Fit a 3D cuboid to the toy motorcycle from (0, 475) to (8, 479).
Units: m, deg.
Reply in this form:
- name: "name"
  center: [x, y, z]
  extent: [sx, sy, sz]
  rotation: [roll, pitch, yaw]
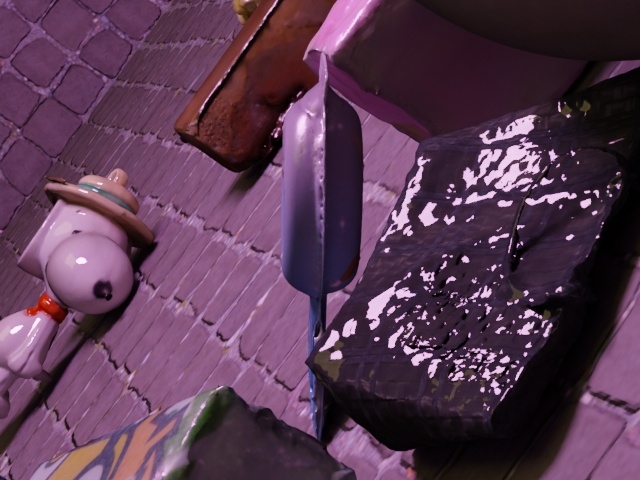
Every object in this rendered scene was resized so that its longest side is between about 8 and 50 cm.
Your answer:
- name: "toy motorcycle"
  center: [-0.367, 0.315, 1.881]
  extent: [0.213, 0.082, 0.122]
  rotation: [-53, 13, 7]

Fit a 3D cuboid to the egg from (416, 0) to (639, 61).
- name: "egg"
  center: [0.157, -0.234, 1.096]
  extent: [0.336, 0.278, 0.278]
  rotation: [30, 82, 40]

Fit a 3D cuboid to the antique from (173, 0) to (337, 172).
- name: "antique"
  center: [-0.023, -0.207, 2.003]
  extent: [0.310, 0.093, 0.087]
  rotation: [-55, 14, -6]

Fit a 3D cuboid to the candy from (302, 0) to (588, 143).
- name: "candy"
  center: [0.123, -0.184, 1.337]
  extent: [0.265, 0.155, 0.116]
  rotation: [-54, 17, 0]

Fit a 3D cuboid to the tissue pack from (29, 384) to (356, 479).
- name: "tissue pack"
  center: [-0.127, 0.227, 1.206]
  extent: [0.311, 0.128, 0.228]
  rotation: [-29, 29, 60]

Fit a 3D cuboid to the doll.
- name: "doll"
  center: [-0.308, 0.054, 2.206]
  extent: [0.271, 0.144, 0.208]
  rotation: [-42, 26, 23]

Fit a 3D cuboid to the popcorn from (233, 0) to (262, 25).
- name: "popcorn"
  center: [-0.030, -0.288, 2.177]
  extent: [0.126, 0.126, 0.145]
  rotation: [-14, 46, 59]

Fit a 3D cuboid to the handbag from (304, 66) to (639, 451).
- name: "handbag"
  center: [0.102, 0.012, 1.108]
  extent: [0.175, 0.089, 0.270]
  rotation: [-21, 33, 51]

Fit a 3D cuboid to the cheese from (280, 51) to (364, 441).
- name: "cheese"
  center: [0.000, 0.000, 1.293]
  extent: [0.135, 0.052, 0.244]
  rotation: [-93, 4, -69]
